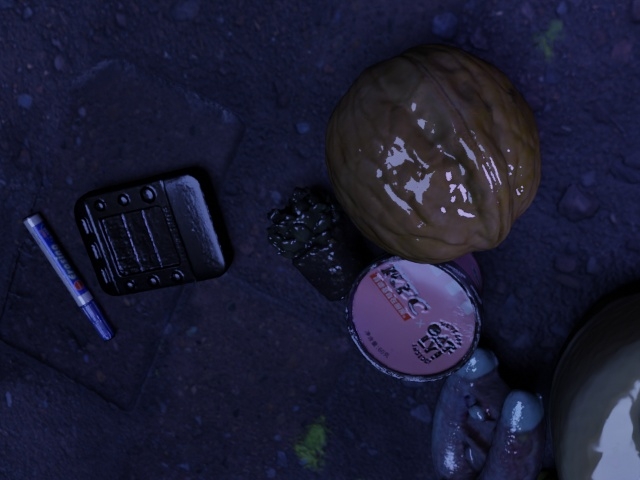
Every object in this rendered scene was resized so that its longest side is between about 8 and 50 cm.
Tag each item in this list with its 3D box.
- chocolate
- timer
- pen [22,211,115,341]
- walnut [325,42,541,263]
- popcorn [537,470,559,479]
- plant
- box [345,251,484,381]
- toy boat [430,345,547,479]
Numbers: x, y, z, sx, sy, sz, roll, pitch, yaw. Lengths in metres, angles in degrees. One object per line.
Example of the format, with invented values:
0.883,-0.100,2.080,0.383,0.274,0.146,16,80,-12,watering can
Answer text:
0.390,0.215,0.875,0.326,0.297,0.314,33,104,1,chocolate
-0.215,-0.011,1.147,0.187,0.055,0.144,-11,109,18,timer
-0.345,0.051,1.228,0.025,0.025,0.204,-26,101,25,pen
0.117,-0.086,0.913,0.227,0.228,0.228,6,112,16,walnut
0.302,0.327,1.085,0.096,0.089,0.109,32,155,-22,popcorn
0.000,0.000,1.059,0.094,0.092,0.143,-29,108,33,plant
0.118,0.066,1.021,0.151,0.135,0.151,6,110,17,box
0.183,0.242,1.054,0.155,0.085,0.228,44,140,43,toy boat
